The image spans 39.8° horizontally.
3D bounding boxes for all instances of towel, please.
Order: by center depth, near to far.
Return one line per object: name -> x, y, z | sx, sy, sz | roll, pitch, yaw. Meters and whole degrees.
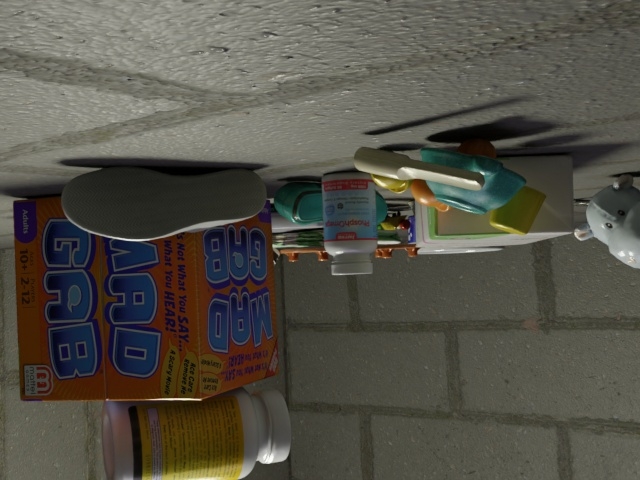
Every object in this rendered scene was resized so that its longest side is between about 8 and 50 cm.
towel -> 0.000, 0.000, 2.094 | 0.248, 0.038, 0.325 | -1, 178, -43

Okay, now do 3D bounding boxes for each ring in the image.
ring -> 0.074, 0.028, 2.037 | 0.337, 0.032, 0.336 | -2, 178, 0

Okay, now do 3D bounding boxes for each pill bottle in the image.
pill bottle -> 0.047, -0.026, 1.408 | 0.087, 0.160, 0.087 | -3, 177, 0
pill bottle -> -0.235, 0.369, 1.676 | 0.334, 0.188, 0.188 | -2, 178, -22

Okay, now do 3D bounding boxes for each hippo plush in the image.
hippo plush -> 0.614, -0.048, 1.616 | 0.236, 0.234, 0.294 | 21, -154, -36

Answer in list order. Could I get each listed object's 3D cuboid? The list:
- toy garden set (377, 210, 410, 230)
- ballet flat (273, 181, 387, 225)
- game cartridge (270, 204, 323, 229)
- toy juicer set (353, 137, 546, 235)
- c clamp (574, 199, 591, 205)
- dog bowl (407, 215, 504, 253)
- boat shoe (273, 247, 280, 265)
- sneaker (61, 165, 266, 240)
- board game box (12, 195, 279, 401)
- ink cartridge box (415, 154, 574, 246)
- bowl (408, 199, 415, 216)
toy garden set -> 0.085, -0.049, 2.229 | 0.244, 0.049, 0.204 | 1, 178, -36
ballet flat -> 0.014, -0.069, 1.535 | 0.087, 0.083, 0.247 | 27, -162, 39
game cartridge -> -0.078, -0.047, 1.990 | 0.355, 0.068, 0.230 | -2, 173, -1
toy juicer set -> 0.153, -0.093, 1.101 | 0.209, 0.089, 0.329 | 18, 180, 25
c clamp -> 0.676, -0.092, 2.099 | 0.161, 0.022, 0.137 | -3, -177, -25
dog bowl -> 0.374, -0.020, 2.453 | 0.265, 0.104, 0.265 | -2, 177, 0
boat shoe -> -0.138, 0.022, 2.020 | 0.046, 0.038, 0.125 | 3, 157, 31
sneaker -> -0.245, -0.046, 1.305 | 0.292, 0.108, 0.169 | -2, 175, -27
board game box -> -0.312, 0.098, 1.656 | 0.356, 0.356, 0.356 | -4, 177, 18
ink cartridge box -> 0.263, -0.054, 1.432 | 0.207, 0.119, 0.353 | -2, 176, 0
bowl -> 0.283, -0.051, 1.969 | 0.170, 0.080, 0.170 | -3, 177, 0
